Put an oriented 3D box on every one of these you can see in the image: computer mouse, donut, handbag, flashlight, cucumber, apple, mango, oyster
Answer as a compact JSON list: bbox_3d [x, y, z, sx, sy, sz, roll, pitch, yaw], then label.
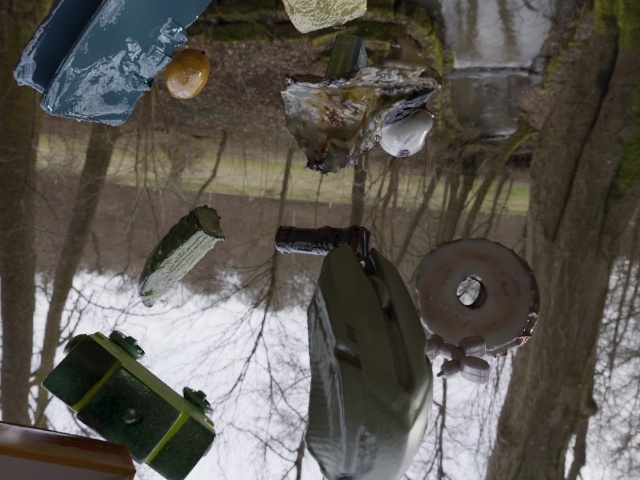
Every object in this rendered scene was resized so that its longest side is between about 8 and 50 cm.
[{"bbox_3d":[0.093,0.213,0.700,0.228,0.429,0.145,10,161,-36],"label":"computer mouse"},{"bbox_3d":[0.458,0.175,1.254,0.382,0.383,0.142,9,162,27],"label":"donut"},{"bbox_3d":[-0.231,-0.237,0.489,0.057,0.221,0.144,44,-168,10],"label":"handbag"},{"bbox_3d":[0.000,0.000,0.985,0.231,0.093,0.093,7,-174,27],"label":"flashlight"},{"bbox_3d":[-0.387,0.040,1.078,0.105,0.325,0.145,27,-151,-41],"label":"cucumber"},{"bbox_3d":[0.019,-0.718,1.031,0.252,0.314,0.309,23,160,15],"label":"apple"},{"bbox_3d":[-0.417,-0.504,1.285,0.109,0.147,0.227,45,152,-16],"label":"mango"},{"bbox_3d":[0.043,-0.237,0.704,0.198,0.133,0.337,48,154,-15],"label":"oyster"}]

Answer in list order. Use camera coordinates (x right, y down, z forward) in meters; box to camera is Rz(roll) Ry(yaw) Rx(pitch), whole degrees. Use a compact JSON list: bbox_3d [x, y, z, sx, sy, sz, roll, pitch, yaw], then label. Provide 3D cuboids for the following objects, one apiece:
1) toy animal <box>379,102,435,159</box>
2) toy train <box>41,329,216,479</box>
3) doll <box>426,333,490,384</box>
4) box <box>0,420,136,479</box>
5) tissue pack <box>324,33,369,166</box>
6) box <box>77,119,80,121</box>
[{"bbox_3d":[0.296,-0.470,1.572,0.250,0.310,0.251,-12,-156,5],"label":"toy animal"},{"bbox_3d":[-0.425,0.379,0.976,0.442,0.179,0.272,42,163,-8],"label":"toy train"},{"bbox_3d":[0.292,0.257,0.936,0.159,0.059,0.161,-3,-161,16],"label":"doll"},{"bbox_3d":[-0.408,0.385,0.498,0.259,0.284,0.213,24,157,-22],"label":"box"},{"bbox_3d":[0.057,-0.333,1.016,0.081,0.257,0.185,12,168,17],"label":"tissue pack"},{"bbox_3d":[-0.764,-0.398,1.255,0.083,0.012,0.046,38,159,4],"label":"box"}]
